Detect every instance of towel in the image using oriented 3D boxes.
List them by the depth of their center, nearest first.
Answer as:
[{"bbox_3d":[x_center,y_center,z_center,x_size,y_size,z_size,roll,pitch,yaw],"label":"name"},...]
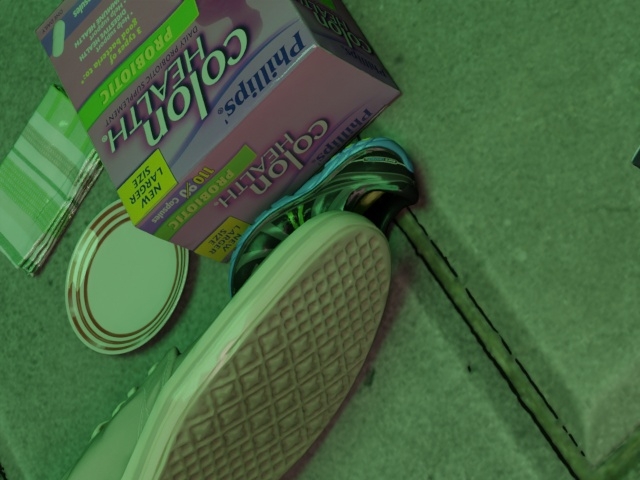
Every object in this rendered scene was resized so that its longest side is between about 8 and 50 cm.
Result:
[{"bbox_3d":[-0.254,-0.056,1.791,0.113,0.023,0.152,38,99,39],"label":"towel"}]

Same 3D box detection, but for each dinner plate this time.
[{"bbox_3d":[-0.162,0.030,1.694,0.141,0.017,0.141,-13,67,33],"label":"dinner plate"}]

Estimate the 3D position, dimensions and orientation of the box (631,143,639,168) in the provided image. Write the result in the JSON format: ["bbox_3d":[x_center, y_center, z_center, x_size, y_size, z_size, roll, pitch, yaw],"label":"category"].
[{"bbox_3d":[0.310,-0.032,1.257,0.158,0.156,0.093,38,100,40],"label":"box"}]

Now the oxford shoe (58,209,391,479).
[{"bbox_3d":[-0.107,0.153,1.518,0.130,0.169,0.449,46,109,40],"label":"oxford shoe"}]

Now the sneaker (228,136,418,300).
[{"bbox_3d":[0.000,0.000,1.544,0.188,0.067,0.078,-42,48,16],"label":"sneaker"}]

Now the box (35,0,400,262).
[{"bbox_3d":[-0.090,-0.148,1.633,0.213,0.117,0.243,-43,54,18],"label":"box"}]
